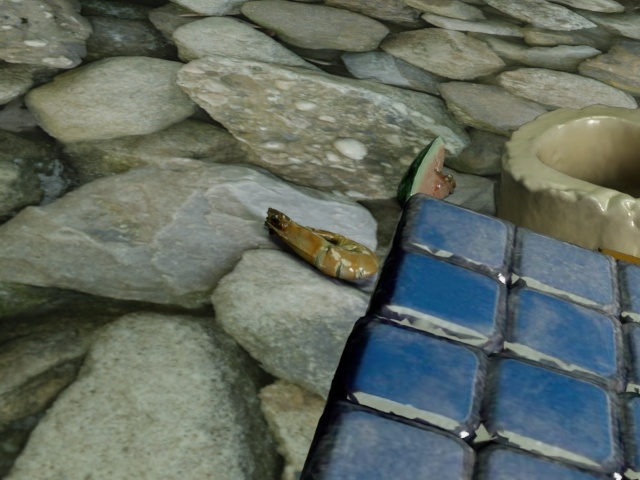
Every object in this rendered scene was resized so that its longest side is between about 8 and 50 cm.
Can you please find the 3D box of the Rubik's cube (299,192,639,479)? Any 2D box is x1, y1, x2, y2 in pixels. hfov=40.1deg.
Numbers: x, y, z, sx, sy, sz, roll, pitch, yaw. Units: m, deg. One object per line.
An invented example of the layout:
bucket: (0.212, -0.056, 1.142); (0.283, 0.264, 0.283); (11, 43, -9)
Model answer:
Rubik's cube: (0.152, 0.223, 0.616); (0.344, 0.344, 0.337); (18, 32, 5)

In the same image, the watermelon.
watermelon: (0.166, -0.103, 1.377); (0.080, 0.101, 0.155); (40, 49, 18)

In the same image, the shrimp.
shrimp: (0.000, 0.000, 1.182); (0.180, 0.041, 0.099); (27, 33, 21)

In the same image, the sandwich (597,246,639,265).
sandwich: (0.352, 0.135, 1.003); (0.198, 0.155, 0.227); (18, 32, 10)

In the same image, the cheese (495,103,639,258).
cheese: (0.431, -0.061, 1.279); (0.292, 0.153, 0.332); (-30, 41, -32)
